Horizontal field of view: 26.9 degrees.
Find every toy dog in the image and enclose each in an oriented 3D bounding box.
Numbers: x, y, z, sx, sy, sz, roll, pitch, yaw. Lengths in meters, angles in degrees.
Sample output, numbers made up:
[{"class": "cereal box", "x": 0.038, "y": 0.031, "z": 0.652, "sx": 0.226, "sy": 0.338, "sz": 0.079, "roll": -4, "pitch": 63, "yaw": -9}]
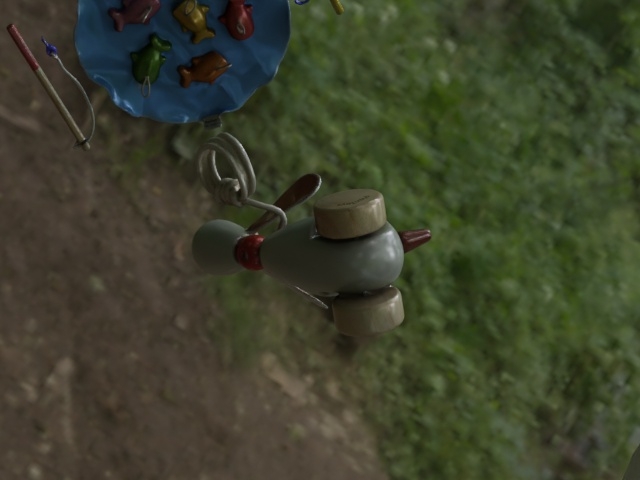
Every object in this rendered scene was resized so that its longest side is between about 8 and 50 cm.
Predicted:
[{"class": "toy dog", "x": 0.000, "y": 0.000, "z": 1.625, "sx": 0.161, "sy": 0.220, "sz": 0.333, "roll": -19, "pitch": 38, "yaw": -41}]

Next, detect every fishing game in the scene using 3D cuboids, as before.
[{"class": "fishing game", "x": -0.114, "y": -0.171, "z": 1.118, "sx": 0.041, "sy": 0.264, "sz": 0.189, "roll": -112, "pitch": 177, "yaw": -52}]

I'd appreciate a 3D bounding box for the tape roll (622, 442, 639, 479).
[{"class": "tape roll", "x": 0.436, "y": 0.264, "z": 1.390, "sx": 0.100, "sy": 0.286, "sz": 0.286, "roll": 33, "pitch": 2, "yaw": -15}]
